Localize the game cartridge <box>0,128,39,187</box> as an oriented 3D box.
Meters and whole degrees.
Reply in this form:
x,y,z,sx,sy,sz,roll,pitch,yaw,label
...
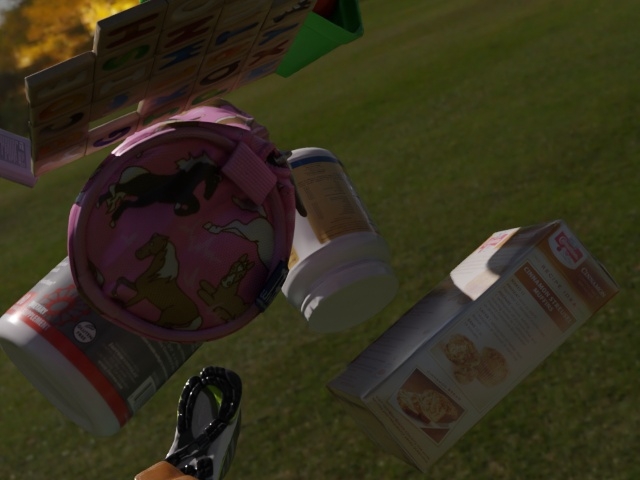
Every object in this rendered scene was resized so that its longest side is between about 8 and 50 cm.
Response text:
x,y,z,sx,sy,sz,roll,pitch,yaw,label
-0.295,-0.079,1.046,0.056,0.017,0.083,17,24,-25,game cartridge

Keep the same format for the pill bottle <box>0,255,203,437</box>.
x,y,z,sx,sy,sz,roll,pitch,yaw,label
-0.231,0.065,1.452,0.363,0.210,0.210,-46,23,-24,pill bottle

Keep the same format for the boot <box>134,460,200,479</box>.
x,y,z,sx,sy,sz,roll,pitch,yaw,label
-0.135,0.258,0.815,0.152,0.073,0.197,31,44,34,boot

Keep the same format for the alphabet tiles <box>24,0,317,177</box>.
x,y,z,sx,sy,sz,roll,pitch,yaw,label
-0.091,-0.111,0.687,0.198,0.009,0.237,-26,-4,-17,alphabet tiles

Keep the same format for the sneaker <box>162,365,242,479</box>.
x,y,z,sx,sy,sz,roll,pitch,yaw,label
-0.178,0.341,1.597,0.111,0.121,0.300,13,61,17,sneaker

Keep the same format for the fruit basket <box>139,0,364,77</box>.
x,y,z,sx,sy,sz,roll,pitch,yaw,label
-0.073,-0.494,1.728,0.392,0.392,0.283,-17,48,11,fruit basket

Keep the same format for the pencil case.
x,y,z,sx,sy,sz,roll,pitch,yaw,label
-0.108,-0.036,0.915,0.167,0.160,0.386,6,9,-7,pencil case

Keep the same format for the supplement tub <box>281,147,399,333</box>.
x,y,z,sx,sy,sz,roll,pitch,yaw,label
0.000,0.000,1.357,0.144,0.200,0.144,-21,-28,-12,supplement tub

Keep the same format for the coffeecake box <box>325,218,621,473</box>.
x,y,z,sx,sy,sz,roll,pitch,yaw,label
0.104,0.072,0.789,0.185,0.068,0.142,-41,4,-9,coffeecake box
